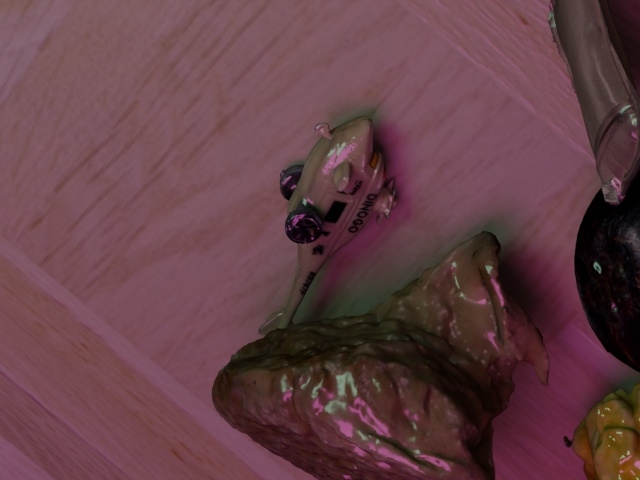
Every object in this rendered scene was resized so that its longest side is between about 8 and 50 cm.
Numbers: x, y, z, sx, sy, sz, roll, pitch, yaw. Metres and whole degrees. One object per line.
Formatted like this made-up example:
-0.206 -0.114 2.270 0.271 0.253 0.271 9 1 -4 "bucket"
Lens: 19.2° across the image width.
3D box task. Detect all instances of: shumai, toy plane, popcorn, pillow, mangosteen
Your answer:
0.068 0.107 1.786 0.314 0.262 0.267 15 158 32 "shumai"
0.000 0.000 1.842 0.108 0.092 0.286 16 120 -17 "toy plane"
0.311 0.231 1.774 0.173 0.195 0.168 -3 122 26 "popcorn"
0.235 -0.146 1.616 0.038 0.232 0.130 -8 152 -9 "pillow"
0.334 0.021 1.673 0.216 0.216 0.216 8 117 16 "mangosteen"
